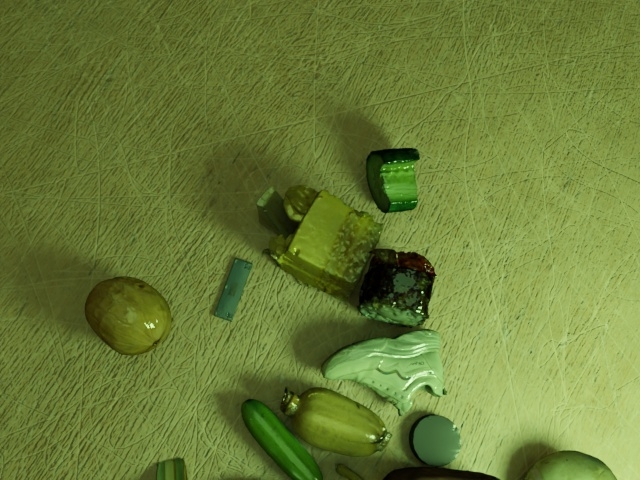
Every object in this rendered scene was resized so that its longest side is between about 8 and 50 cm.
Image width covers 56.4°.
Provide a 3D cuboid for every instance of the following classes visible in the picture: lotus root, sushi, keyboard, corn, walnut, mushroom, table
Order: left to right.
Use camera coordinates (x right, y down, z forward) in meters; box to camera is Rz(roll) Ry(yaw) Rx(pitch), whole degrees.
[{"bbox_3d":[-0.498,0.192,1.546,0.222,0.195,0.195,32,73,9],"label":"walnut"},{"bbox_3d":[-0.244,0.138,1.681,0.055,0.014,0.176,18,73,0],"label":"keyboard"},{"bbox_3d":[0.035,0.471,1.553,0.304,0.130,0.146,21,50,0],"label":"lotus root"},{"bbox_3d":[0.073,0.613,1.570,0.083,0.028,0.027,32,89,0],"label":"corn"},{"bbox_3d":[0.195,0.125,1.563,0.197,0.343,0.181,4,75,6],"label":"sushi"},{"bbox_3d":[0.308,0.537,1.606,0.134,0.043,0.133,2,74,-6],"label":"table"},{"bbox_3d":[0.643,0.666,1.532,0.255,0.184,0.254,3,98,25],"label":"mushroom"}]

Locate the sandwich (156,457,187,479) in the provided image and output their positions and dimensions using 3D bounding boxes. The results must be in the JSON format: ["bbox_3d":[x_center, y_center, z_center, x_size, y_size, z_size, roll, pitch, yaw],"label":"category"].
[{"bbox_3d":[-0.370,0.658,1.516,0.080,0.113,0.163,-10,41,-8],"label":"sandwich"}]

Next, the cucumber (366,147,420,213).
[{"bbox_3d":[0.212,-0.178,1.745,0.130,0.191,0.191,-6,75,-6],"label":"cucumber"}]

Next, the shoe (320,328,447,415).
[{"bbox_3d":[0.180,0.365,1.597,0.342,0.132,0.210,-9,72,-12],"label":"shoe"}]

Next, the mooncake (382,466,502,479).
[{"bbox_3d":[0.296,0.641,1.441,0.326,0.334,0.174,-6,68,34],"label":"mooncake"}]

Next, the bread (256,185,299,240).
[{"bbox_3d":[-0.118,-0.076,1.687,0.105,0.152,0.077,33,74,9],"label":"bread"}]

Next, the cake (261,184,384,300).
[{"bbox_3d":[0.000,0.000,1.640,0.286,0.222,0.227,26,71,2],"label":"cake"}]

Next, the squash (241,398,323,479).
[{"bbox_3d":[-0.102,0.530,1.547,0.082,0.082,0.292,-41,83,-15],"label":"squash"}]
